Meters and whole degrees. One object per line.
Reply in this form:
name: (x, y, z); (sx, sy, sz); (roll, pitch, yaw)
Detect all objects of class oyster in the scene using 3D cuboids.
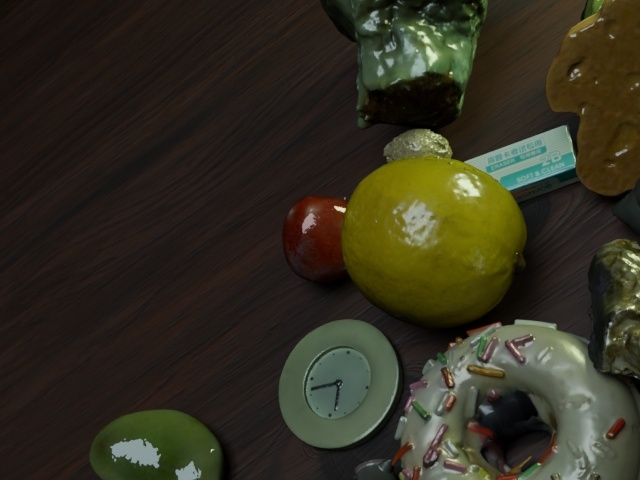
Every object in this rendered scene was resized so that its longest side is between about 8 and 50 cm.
oyster: (0.431, 0.100, 1.230); (0.110, 0.166, 0.341); (16, 42, -6)

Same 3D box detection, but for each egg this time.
egg: (0.179, -0.151, 1.626); (0.118, 0.140, 0.116); (44, 69, 1)

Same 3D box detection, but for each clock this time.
clock: (0.034, 0.249, 1.538); (0.235, 0.029, 0.235); (-15, 57, 24)

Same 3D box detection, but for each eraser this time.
eraser: (0.339, -0.118, 1.549); (0.225, 0.052, 0.095); (-20, 56, 21)

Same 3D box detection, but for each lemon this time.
lemon: (0.178, 0.000, 1.431); (0.297, 0.297, 0.297); (-16, 54, 24)

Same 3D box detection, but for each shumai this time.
shumai: (0.158, -0.368, 1.663); (0.324, 0.397, 0.323); (-3, 82, 4)

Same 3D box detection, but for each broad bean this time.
broad bean: (-0.285, 0.401, 1.606); (0.263, 0.121, 0.189); (17, 66, 23)

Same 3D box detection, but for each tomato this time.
tomato: (0.000, 0.000, 1.629); (0.167, 0.167, 0.167); (-16, 54, 24)

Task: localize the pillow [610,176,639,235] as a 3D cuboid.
pillow: (0.532, 0.007, 1.241); (0.101, 0.228, 0.326); (-6, 56, -7)

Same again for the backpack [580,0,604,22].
backpack: (0.538, -0.322, 1.496); (0.207, 0.140, 0.253); (2, 72, 36)

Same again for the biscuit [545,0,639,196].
biscuit: (0.518, -0.237, 1.376); (0.351, 0.312, 0.057); (-41, 1, 27)

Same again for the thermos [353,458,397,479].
thermos: (0.087, 0.434, 1.345); (0.137, 0.105, 0.193); (-53, 35, 39)

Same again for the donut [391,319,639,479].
donut: (0.281, 0.283, 1.278); (0.383, 0.142, 0.382); (-16, 53, 23)
